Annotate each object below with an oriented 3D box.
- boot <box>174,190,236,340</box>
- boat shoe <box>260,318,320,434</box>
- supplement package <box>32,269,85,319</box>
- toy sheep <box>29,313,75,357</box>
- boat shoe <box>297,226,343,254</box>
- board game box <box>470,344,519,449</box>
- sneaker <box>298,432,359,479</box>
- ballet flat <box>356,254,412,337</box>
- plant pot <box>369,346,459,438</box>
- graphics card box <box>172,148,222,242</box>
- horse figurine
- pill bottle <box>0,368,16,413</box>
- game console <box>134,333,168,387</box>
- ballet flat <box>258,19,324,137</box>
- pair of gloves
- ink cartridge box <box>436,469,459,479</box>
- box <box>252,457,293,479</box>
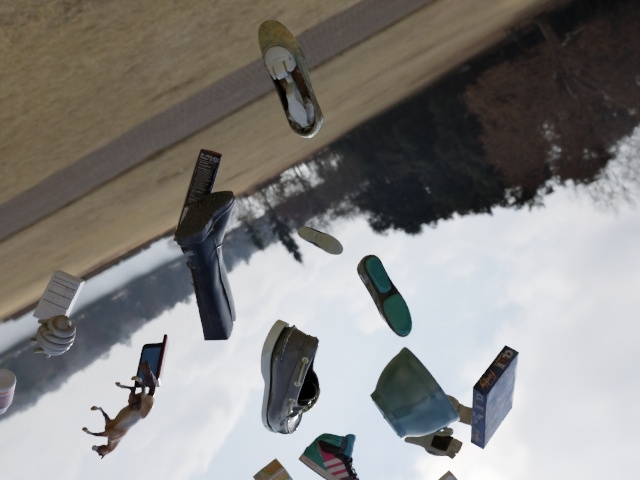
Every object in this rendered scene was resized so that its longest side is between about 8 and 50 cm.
[{"bbox_3d":[-0.371,0.089,2.339,0.146,0.445,0.367,-1,-149,21],"label":"boot"},{"bbox_3d":[-0.050,0.272,1.190,0.109,0.091,0.305,-59,158,-43],"label":"boat shoe"},{"bbox_3d":[-0.949,0.209,2.344,0.179,0.105,0.105,-66,-170,-6],"label":"supplement package"},{"bbox_3d":[-0.607,0.219,1.470,0.132,0.091,0.091,-53,172,28],"label":"toy sheep"},{"bbox_3d":[0.000,0.000,1.776,0.043,0.137,0.049,148,-34,-87],"label":"boat shoe"},{"bbox_3d":[0.452,0.411,1.679,0.042,0.243,0.165,24,-129,34],"label":"board game box"},{"bbox_3d":[0.091,0.757,2.205,0.178,0.295,0.124,-56,163,-16],"label":"sneaker"},{"bbox_3d":[0.153,0.134,1.542,0.072,0.213,0.068,-23,173,-24],"label":"ballet flat"},{"bbox_3d":[0.286,0.525,2.117,0.196,0.293,0.293,-35,-176,-6],"label":"plant pot"},{"bbox_3d":[-0.481,-0.156,2.505,0.094,0.371,0.233,16,175,-13],"label":"graphics card box"},{"bbox_3d":[-0.519,0.452,1.709,0.066,0.174,0.263,25,-116,35],"label":"horse figurine"},{"bbox_3d":[-1.010,0.480,2.023,0.086,0.086,0.152,-35,158,-52],"label":"pill bottle"},{"bbox_3d":[-0.512,0.363,1.943,0.085,0.144,0.124,8,149,-7],"label":"game console"},{"bbox_3d":[-0.087,-0.451,1.834,0.123,0.349,0.123,-20,-156,9],"label":"ballet flat"},{"bbox_3d":[0.429,0.643,2.263,0.204,0.042,0.240,17,-132,32],"label":"pair of gloves"},{"bbox_3d":[0.276,0.575,1.370,0.115,0.198,0.067,-40,-160,-2],"label":"ink cartridge box"},{"bbox_3d":[-0.124,0.856,2.172,0.103,0.203,0.114,-35,-170,-17],"label":"box"}]
